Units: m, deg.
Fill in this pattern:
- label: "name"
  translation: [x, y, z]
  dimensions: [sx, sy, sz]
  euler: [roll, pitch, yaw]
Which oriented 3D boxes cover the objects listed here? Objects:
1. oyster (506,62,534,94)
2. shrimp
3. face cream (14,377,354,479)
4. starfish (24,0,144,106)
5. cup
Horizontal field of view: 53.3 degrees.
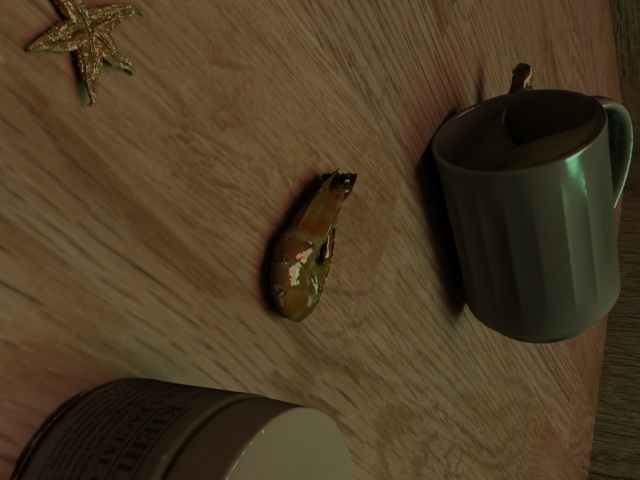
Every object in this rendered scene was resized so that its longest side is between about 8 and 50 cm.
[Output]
- label: "oyster"
  translation: [0.348, -0.096, 1.134]
  dimensions: [0.204, 0.111, 0.396]
  euler: [-59, 143, -32]
- label: "shrimp"
  translation: [0.000, 0.000, 0.634]
  dimensions: [0.099, 0.041, 0.180]
  euler: [58, 45, -45]
- label: "face cream"
  translation: [-0.083, 0.184, 0.411]
  dimensions: [0.177, 0.153, 0.177]
  euler: [-4, 95, -60]
- label: "starfish"
  translation: [-0.148, -0.136, 0.406]
  dimensions: [0.092, 0.016, 0.086]
  euler: [-49, 134, -38]
- label: "cup"
  translation: [0.347, -0.048, 0.966]
  dimensions: [0.323, 0.237, 0.326]
  euler: [-32, 123, -15]
